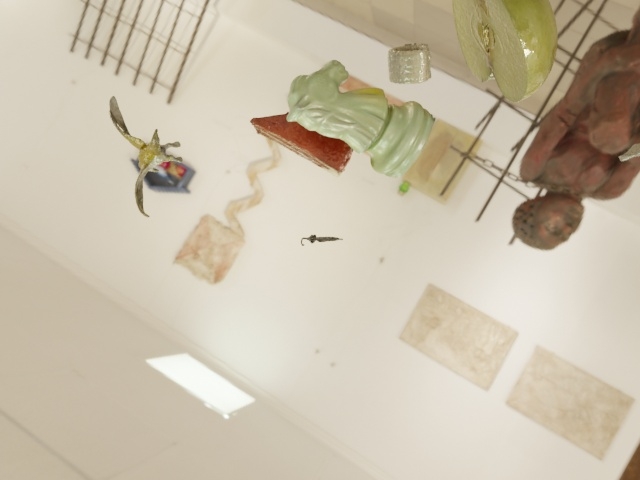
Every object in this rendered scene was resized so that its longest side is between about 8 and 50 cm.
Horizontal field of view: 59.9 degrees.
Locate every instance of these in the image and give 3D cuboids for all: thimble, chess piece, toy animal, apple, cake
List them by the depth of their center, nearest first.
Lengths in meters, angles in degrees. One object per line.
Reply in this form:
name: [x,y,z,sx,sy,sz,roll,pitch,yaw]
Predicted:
toy animal: [-0.304,-0.148,1.030,0.095,0.219,0.155,-15,174,10]
chess piece: [0.072,-0.266,1.164,0.298,0.176,0.176,25,180,-20]
cake: [-0.038,-0.236,1.417,0.262,0.160,0.158,-5,179,0]
thimble: [0.233,-0.466,1.468,0.115,0.090,0.102,8,-150,29]
apple: [0.505,-0.593,1.580,0.320,0.312,0.360,7,141,30]

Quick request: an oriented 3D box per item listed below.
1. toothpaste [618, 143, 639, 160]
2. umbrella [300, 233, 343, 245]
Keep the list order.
toothpaste: [0.581,-0.161,0.776,0.099,0.068,0.282,16,161,-42]
umbrella: [0.000,-0.005,1.174,0.022,0.022,0.149,6,171,-37]
